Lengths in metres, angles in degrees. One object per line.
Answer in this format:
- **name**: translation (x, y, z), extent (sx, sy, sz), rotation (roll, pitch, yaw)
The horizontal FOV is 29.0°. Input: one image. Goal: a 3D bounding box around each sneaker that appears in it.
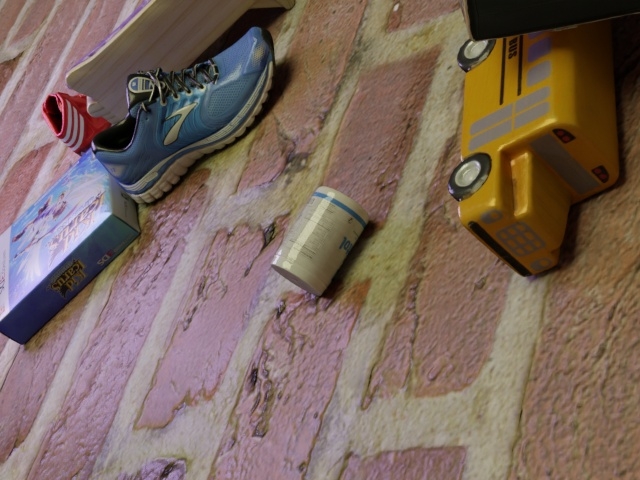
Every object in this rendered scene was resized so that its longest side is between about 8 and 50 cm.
- **sneaker**: translation (-0.199, -0.193, 1.766), extent (0.330, 0.147, 0.130), rotation (-39, 33, 19)
- **sneaker**: translation (-0.390, -0.238, 2.080), extent (0.087, 0.128, 0.221), rotation (-32, 36, 29)

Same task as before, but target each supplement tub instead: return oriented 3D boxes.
- **supplement tub**: translation (0.000, 0.000, 1.378), extent (0.071, 0.071, 0.107), rotation (16, 72, 57)

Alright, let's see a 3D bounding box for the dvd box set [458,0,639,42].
- **dvd box set**: translation (0.268, -0.357, 1.263), extent (0.307, 0.062, 0.420), rotation (-11, 39, 4)

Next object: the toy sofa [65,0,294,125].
- **toy sofa**: translation (-0.229, -0.339, 1.930), extent (0.362, 0.177, 0.150), rotation (-41, 33, 18)

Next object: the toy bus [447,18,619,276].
- **toy bus**: translation (0.212, -0.131, 1.202), extent (0.130, 0.108, 0.333), rotation (-26, 39, 34)

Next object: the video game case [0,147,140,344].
- **video game case**: translation (-0.398, -0.006, 1.918), extent (0.269, 0.061, 0.244), rotation (-42, 33, 15)
